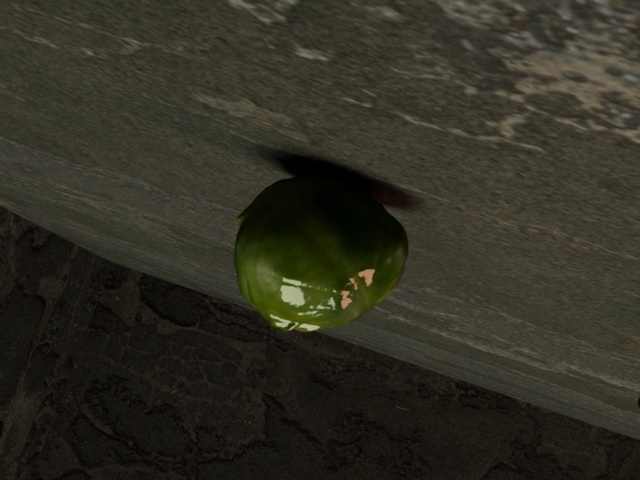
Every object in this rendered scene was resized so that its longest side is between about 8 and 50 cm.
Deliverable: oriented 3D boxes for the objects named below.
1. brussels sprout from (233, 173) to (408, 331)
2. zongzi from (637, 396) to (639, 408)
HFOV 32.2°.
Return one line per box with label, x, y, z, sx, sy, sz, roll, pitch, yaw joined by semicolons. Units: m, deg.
brussels sprout;-0.002;-0.001;0.996;0.149;0.151;0.122;43;150;22
zongzi;0.684;0.390;1.653;0.500;0.218;0.467;18;173;13
